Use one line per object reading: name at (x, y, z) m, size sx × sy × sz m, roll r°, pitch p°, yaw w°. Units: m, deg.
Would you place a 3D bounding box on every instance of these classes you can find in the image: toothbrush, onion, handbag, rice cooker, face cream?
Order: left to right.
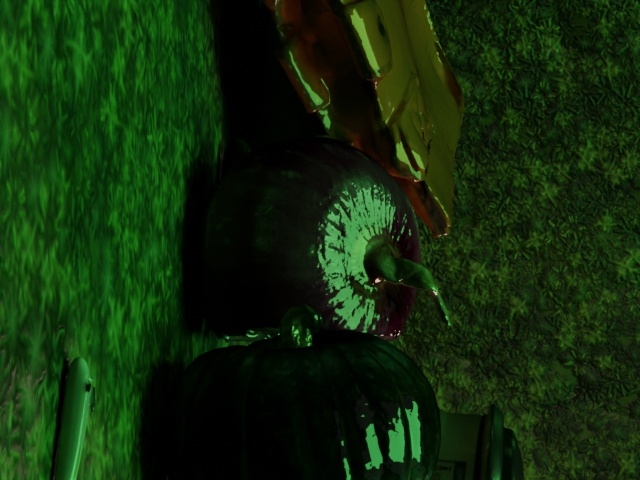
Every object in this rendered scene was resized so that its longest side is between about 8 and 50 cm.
toothbrush at (-0.142, 0.188, 0.930) m, size 0.022 × 0.026 × 0.263 m, roll 89°, pitch 4°, yaw -64°
face cream at (-0.032, -0.134, 1.672) m, size 0.341 × 0.084 × 0.137 m, roll -90°, pitch 171°, yaw -53°
onion at (-0.010, 0.001, 1.396) m, size 0.200 × 0.207 × 0.201 m, roll 177°, pitch -90°, yaw -66°
handbag at (0.024, -0.225, 1.560) m, size 0.303 × 0.116 × 0.410 m, roll -82°, pitch 153°, yaw -57°
rice cooker at (0.114, 0.314, 1.882) m, size 0.316 × 0.316 × 0.264 m, roll -64°, pitch 155°, yaw -75°

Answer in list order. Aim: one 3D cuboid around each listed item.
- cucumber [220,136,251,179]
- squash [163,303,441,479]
cucumber at (-0.074, -0.027, 1.473) m, size 0.032 × 0.032 × 0.133 m, roll 51°, pitch 41°, yaw -79°
squash at (-0.014, 0.145, 1.247) m, size 0.172 × 0.218 × 0.218 m, roll 63°, pitch 3°, yaw 9°
